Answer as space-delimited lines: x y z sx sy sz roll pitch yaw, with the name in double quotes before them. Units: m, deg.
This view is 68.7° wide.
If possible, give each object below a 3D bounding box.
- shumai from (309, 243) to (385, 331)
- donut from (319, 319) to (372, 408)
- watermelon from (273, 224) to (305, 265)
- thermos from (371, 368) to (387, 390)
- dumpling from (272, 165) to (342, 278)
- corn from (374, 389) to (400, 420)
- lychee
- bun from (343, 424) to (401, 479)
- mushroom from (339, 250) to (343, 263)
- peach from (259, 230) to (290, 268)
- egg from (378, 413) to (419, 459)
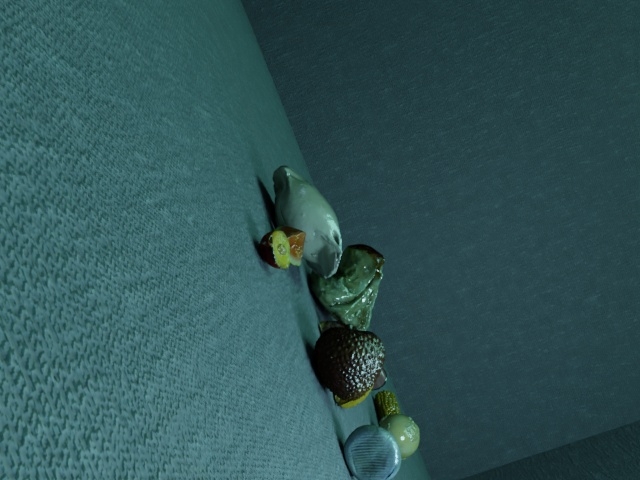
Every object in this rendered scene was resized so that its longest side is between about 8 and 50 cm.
"shumai" 0.138 0.153 1.658 0.304 0.263 0.309 44 9 -17
"donut" 0.097 0.365 1.407 0.295 0.151 0.112 -106 -178 -46
"watermelon" -0.085 -0.006 1.305 0.125 0.094 0.135 49 13 -47
"thermos" 0.158 0.466 1.798 0.136 0.109 0.330 -57 141 -28
"dumpling" -0.056 -0.046 1.455 0.341 0.181 0.260 37 -27 4
"corn" 0.298 0.762 1.978 0.313 0.101 0.102 -100 167 -60
"lychee" 0.071 0.309 1.216 0.194 0.194 0.195 -22 90 -84
"bun" 0.129 0.520 1.147 0.083 0.140 0.141 26 42 -72
"mushroom" 0.050 0.103 1.958 0.166 0.127 0.167 -20 90 -77
"peach" -0.112 0.025 1.108 0.098 0.061 0.098 33 52 -55
"egg" 0.289 0.730 1.744 0.201 0.164 0.164 52 17 -59
